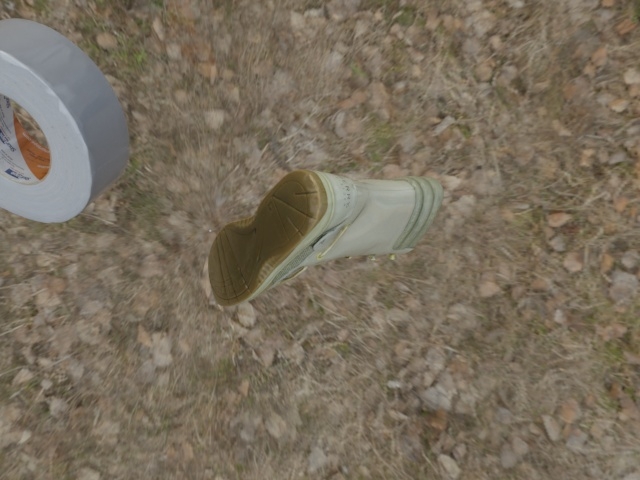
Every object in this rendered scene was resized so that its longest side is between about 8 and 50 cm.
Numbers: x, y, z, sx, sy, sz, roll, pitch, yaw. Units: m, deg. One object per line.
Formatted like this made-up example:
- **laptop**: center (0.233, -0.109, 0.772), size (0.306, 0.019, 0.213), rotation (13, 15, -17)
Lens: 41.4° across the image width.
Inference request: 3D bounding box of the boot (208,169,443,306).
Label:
- **boot**: center (0.000, 0.000, 0.805), size (0.165, 0.213, 0.077), rotation (-5, 67, -38)

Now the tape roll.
- **tape roll**: center (-0.323, -0.128, 0.937), size (0.219, 0.219, 0.072), rotation (44, 44, -6)
